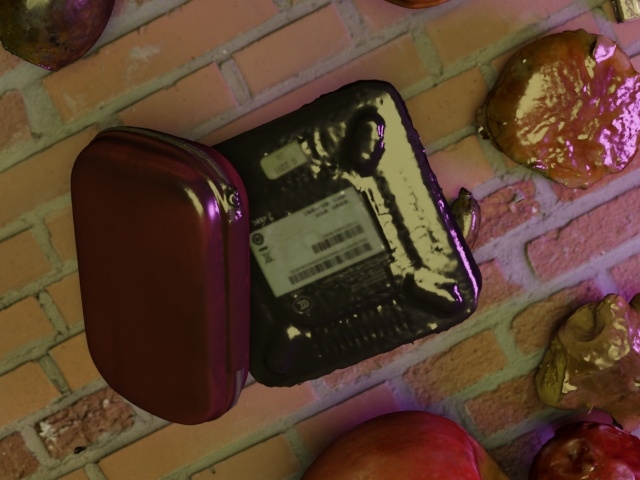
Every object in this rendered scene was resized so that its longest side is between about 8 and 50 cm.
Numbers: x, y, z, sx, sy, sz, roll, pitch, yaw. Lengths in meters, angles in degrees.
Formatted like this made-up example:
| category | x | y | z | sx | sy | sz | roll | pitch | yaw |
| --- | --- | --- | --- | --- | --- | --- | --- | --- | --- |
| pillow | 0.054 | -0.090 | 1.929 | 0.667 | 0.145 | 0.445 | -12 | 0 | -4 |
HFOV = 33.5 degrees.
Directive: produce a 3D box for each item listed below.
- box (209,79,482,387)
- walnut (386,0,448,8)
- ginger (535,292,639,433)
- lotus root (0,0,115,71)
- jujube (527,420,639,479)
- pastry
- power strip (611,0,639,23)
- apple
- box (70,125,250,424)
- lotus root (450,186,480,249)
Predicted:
| category | x | y | z | sx | sy | sz | roll | pitch | yaw |
| --- | --- | --- | --- | --- | --- | --- | --- | --- | --- |
| box | 0.000 | 0.000 | 1.407 | 0.359 | 0.091 | 0.350 | -23 | 101 | 16 |
| walnut | 0.138 | -0.392 | 1.340 | 0.222 | 0.195 | 0.195 | -38 | 100 | 1 |
| ginger | 0.454 | 0.180 | 1.508 | 0.270 | 0.123 | 0.218 | 15 | 108 | -14 |
| lotus root | -0.334 | -0.353 | 1.351 | 0.160 | 0.152 | 0.274 | 12 | 102 | -14 |
| jujube | 0.397 | 0.364 | 1.484 | 0.197 | 0.197 | 0.290 | -38 | 132 | 5 |
| pastry | 0.326 | -0.173 | 1.441 | 0.229 | 0.100 | 0.218 | -10 | 106 | -6 |
| power strip | 0.458 | -0.336 | 1.448 | 0.123 | 0.032 | 0.056 | -14 | 100 | 1 |
| apple | 0.111 | 0.416 | 1.424 | 0.364 | 0.364 | 0.363 | 0 | 101 | -2 |
| box | -0.204 | 0.048 | 1.380 | 0.263 | 0.108 | 0.403 | 19 | 122 | 29 |
| lotus root | 0.199 | -0.025 | 1.487 | 0.049 | 0.054 | 0.099 | 11 | 101 | 5 |
